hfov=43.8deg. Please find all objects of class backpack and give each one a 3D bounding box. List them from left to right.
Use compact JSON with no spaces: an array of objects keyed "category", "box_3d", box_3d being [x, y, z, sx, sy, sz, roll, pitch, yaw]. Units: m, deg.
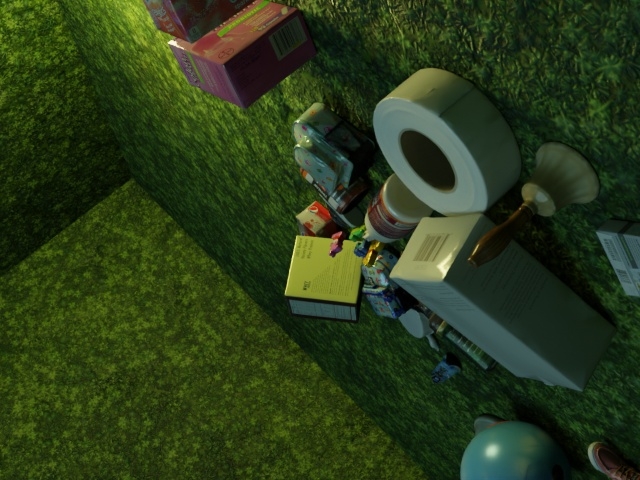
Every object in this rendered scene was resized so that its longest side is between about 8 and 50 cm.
[{"category":"backpack","box_3d":[0.015,-0.217,1.832,0.188,0.144,0.166,49,168,12]},{"category":"backpack","box_3d":[0.176,0.109,2.159,0.173,0.117,0.158,59,159,-19]}]

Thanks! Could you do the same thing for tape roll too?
[{"category":"tape roll","box_3d":[0.230,-0.175,1.474,0.286,0.100,0.286,44,162,19]}]

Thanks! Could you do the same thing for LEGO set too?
[{"category":"LEGO set","box_3d":[0.109,0.022,2.100,0.087,0.093,0.227,32,154,-21]}]

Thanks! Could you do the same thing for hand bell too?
[{"category":"hand bell","box_3d":[0.324,-0.040,1.288,0.126,0.242,0.126,44,162,19]}]

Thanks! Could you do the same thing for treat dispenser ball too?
[{"category":"treat dispenser ball","box_3d":[0.518,0.625,2.114,0.288,0.288,0.288,43,161,19]}]

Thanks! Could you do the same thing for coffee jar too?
[{"category":"coffee jar","box_3d":[0.341,0.220,1.844,0.184,0.079,0.096,39,-162,19]}]

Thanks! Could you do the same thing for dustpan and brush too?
[{"category":"dustpan and brush","box_3d":[0.289,0.250,2.293,0.147,0.060,0.211,23,142,57]}]

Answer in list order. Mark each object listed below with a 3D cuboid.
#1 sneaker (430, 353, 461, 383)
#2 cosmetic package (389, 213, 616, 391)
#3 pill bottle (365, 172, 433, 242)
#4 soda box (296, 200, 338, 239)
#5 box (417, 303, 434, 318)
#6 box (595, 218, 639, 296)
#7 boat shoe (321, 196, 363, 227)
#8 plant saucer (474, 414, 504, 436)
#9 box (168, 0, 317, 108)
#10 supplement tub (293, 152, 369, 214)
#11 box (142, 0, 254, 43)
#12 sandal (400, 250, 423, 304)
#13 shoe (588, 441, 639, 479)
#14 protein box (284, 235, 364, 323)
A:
[{"category":"sneaker","box_3d":[0.365,0.391,2.350,0.063,0.073,0.162,44,162,18]},{"category":"cosmetic package","box_3d":[0.352,0.121,1.546,0.385,0.156,0.217,37,166,-20]},{"category":"pill bottle","box_3d":[0.173,-0.070,1.786,0.121,0.121,0.221,48,162,4]},{"category":"soda box","box_3d":[0.000,0.000,2.403,0.092,0.083,0.263,41,161,26]},{"category":"box","box_3d":[0.351,0.185,1.991,0.183,0.056,0.231,46,162,8]},{"category":"box","box_3d":[0.545,0.040,1.263,0.145,0.038,0.186,56,162,-22]},{"category":"boat shoe","box_3d":[0.034,-0.105,2.134,0.183,0.065,0.083,52,158,-14]},{"category":"plant saucer","box_3d":[0.597,0.707,2.404,0.400,0.100,0.400,44,162,18]},{"category":"box","box_3d":[-0.172,-0.420,1.739,0.243,0.213,0.117,31,155,46]},{"category":"supplement tub","box_3d":[0.022,-0.165,1.979,0.198,0.106,0.106,46,162,10]},{"category":"box","box_3d":[-0.180,-0.508,1.435,0.142,0.300,0.154,33,155,46]},{"category":"sandal","box_3d":[0.248,0.094,2.024,0.180,0.049,0.072,-119,19,-48]},{"category":"shoe","box_3d":[0.710,0.541,1.861,0.178,0.063,0.081,46,162,-9]},{"category":"protein box","box_3d":[0.019,0.111,2.269,0.201,0.200,0.136,6,150,8]}]
